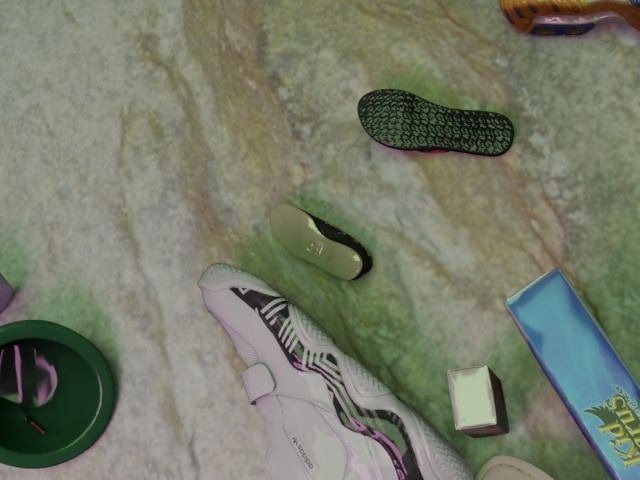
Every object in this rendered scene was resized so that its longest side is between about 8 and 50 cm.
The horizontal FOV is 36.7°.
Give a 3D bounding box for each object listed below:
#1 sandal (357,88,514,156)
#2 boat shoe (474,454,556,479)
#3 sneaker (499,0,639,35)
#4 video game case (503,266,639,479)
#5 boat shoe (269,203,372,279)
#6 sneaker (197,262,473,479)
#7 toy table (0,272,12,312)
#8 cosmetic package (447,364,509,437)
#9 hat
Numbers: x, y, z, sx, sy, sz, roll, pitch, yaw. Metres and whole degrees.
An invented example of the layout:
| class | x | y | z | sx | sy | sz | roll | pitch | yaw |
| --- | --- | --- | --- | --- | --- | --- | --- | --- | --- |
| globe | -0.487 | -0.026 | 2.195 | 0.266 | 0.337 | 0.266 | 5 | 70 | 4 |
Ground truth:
| class | x | y | z | sx | sy | sz | roll | pitch | yaw |
| --- | --- | --- | --- | --- | --- | --- | --- | --- | --- |
| sandal | 0.128 | -0.127 | 1.097 | 0.179 | 0.040 | 0.067 | 12 | 85 | 5 |
| boat shoe | 0.261 | 0.322 | 0.878 | 0.116 | 0.097 | 0.324 | -60 | 41 | 12 |
| sneaker | 0.345 | -0.291 | 1.031 | 0.297 | 0.112 | 0.131 | 9 | 78 | 18 |
| video game case | 0.269 | 0.172 | 0.859 | 0.061 | 0.244 | 0.269 | -33 | 69 | 8 |
| boat shoe | -0.001 | 0.002 | 1.097 | 0.133 | 0.042 | 0.049 | 33 | 107 | 22 |
| sneaker | -0.039 | 0.194 | 1.003 | 0.366 | 0.137 | 0.210 | 41 | 87 | 19 |
| toy table | -0.527 | 0.077 | 1.138 | 0.274 | 0.252 | 0.161 | -33 | 78 | -29 |
| cosmetic package | 0.159 | 0.163 | 0.964 | 0.041 | 0.115 | 0.060 | -11 | 73 | 14 |
| hat | -0.365 | 0.163 | 1.175 | 0.209 | 0.183 | 0.173 | 25 | 87 | -19 |
